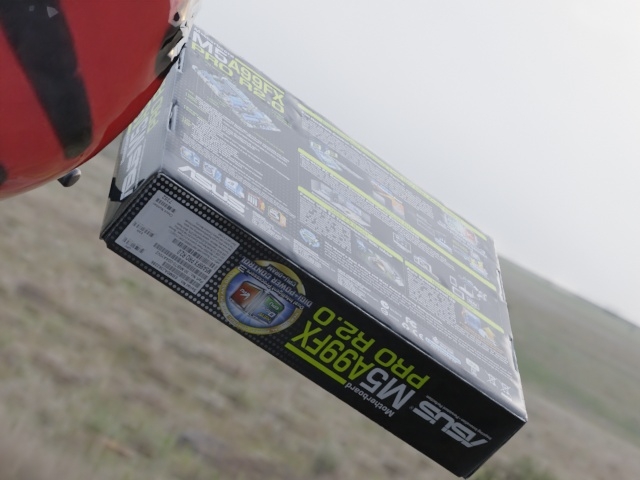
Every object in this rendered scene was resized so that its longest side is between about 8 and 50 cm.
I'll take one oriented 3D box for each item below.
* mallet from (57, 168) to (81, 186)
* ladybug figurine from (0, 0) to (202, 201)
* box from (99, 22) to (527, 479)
[{"bbox_3d":[-0.249,-0.096,1.168,0.189,0.039,0.062,40,28,18],"label":"mallet"},{"bbox_3d":[-0.150,-0.163,0.518,0.162,0.305,0.449,40,-19,37],"label":"ladybug figurine"},{"bbox_3d":[0.000,0.000,1.028,0.270,0.060,0.216,34,24,-19],"label":"box"}]
